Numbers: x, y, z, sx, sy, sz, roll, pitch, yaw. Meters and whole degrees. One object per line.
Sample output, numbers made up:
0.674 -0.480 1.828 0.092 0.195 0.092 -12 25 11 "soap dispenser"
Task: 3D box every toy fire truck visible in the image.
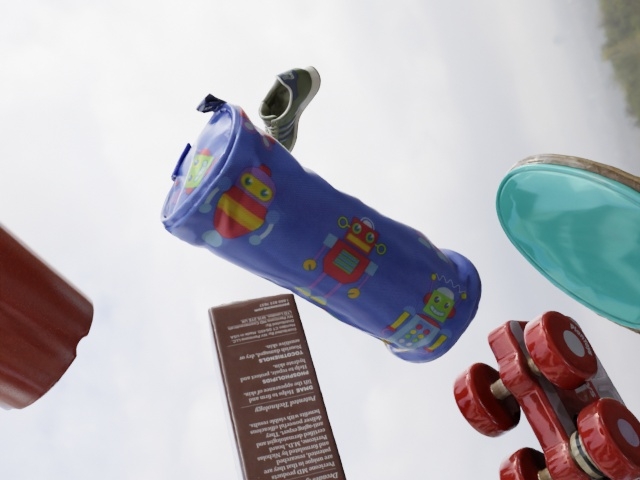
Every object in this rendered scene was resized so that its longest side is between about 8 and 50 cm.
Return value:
0.340 0.231 1.099 0.254 0.169 0.302 5 -130 -45 "toy fire truck"

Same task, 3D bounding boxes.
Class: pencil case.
0.000 0.000 0.746 0.306 0.119 0.133 31 177 -27 "pencil case"

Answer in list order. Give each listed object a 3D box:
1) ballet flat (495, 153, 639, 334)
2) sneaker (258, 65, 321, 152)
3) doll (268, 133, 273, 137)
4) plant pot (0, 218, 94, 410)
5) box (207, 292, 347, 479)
0.291 0.023 0.613 0.124 0.342 0.116 -12 -60 -41 "ballet flat"
-0.074 -0.203 1.375 0.086 0.192 0.064 -15 -127 -46 "sneaker"
-0.120 -0.118 1.363 0.129 0.189 0.046 48 -123 3 "doll"
-0.479 0.087 1.160 0.265 0.272 0.272 42 -147 -31 "plant pot"
-0.059 0.284 1.187 0.191 0.143 0.381 94 164 -52 "box"
